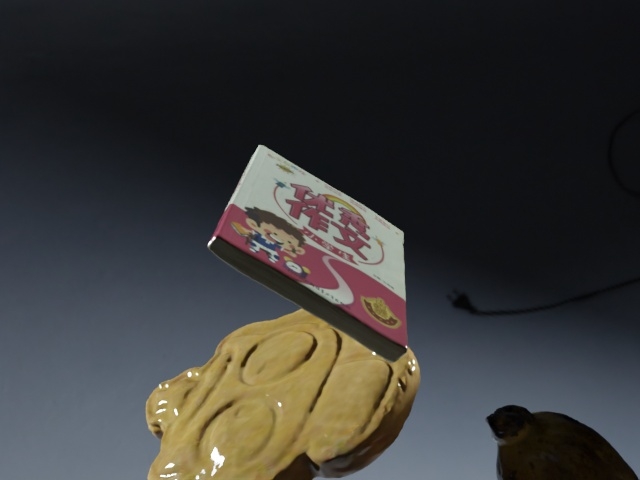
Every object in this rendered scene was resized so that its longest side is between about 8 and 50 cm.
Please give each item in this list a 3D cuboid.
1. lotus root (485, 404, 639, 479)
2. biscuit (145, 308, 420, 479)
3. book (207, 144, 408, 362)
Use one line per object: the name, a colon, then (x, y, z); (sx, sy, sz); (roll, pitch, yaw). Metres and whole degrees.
lotus root: (0.278, 0.281, 0.999); (0.260, 0.128, 0.145); (47, 38, -1)
biscuit: (-0.063, 0.174, 1.006); (0.376, 0.051, 0.269); (-10, 36, 36)
book: (0.000, 0.000, 0.740); (0.162, 0.022, 0.232); (33, 21, -8)
